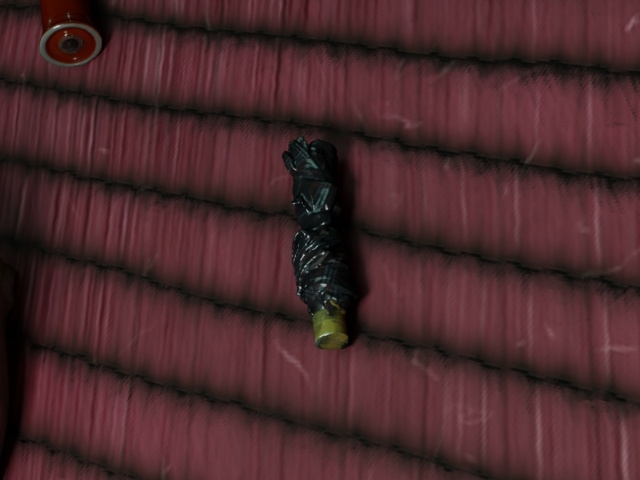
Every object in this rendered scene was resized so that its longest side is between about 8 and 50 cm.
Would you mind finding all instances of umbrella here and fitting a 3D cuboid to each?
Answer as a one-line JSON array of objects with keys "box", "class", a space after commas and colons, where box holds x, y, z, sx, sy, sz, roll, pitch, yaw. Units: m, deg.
[{"box": [0.000, 0.000, 1.160, 0.037, 0.040, 0.144, -20, 54, 19], "class": "umbrella"}]

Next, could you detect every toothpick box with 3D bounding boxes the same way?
[{"box": [-0.188, -0.172, 1.413, 0.047, 0.047, 0.083, -31, 48, 22], "class": "toothpick box"}]

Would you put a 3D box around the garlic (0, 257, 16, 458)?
[{"box": [-0.361, 0.126, 1.250, 0.340, 0.231, 0.246, -38, 49, 8], "class": "garlic"}]
